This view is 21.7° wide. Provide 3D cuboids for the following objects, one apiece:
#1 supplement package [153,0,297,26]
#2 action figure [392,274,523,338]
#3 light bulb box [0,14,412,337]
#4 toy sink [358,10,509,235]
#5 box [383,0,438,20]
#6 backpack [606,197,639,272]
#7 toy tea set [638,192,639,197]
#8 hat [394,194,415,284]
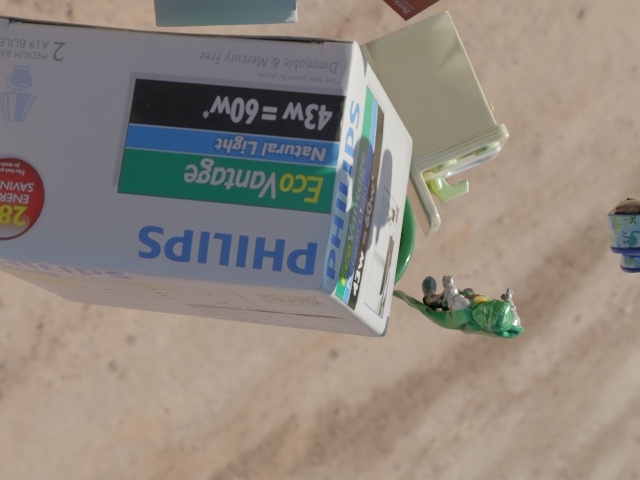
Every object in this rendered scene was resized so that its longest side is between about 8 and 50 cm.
[{"bbox_3d":[-0.091,-0.331,1.559,0.134,0.244,0.139,-2,139,-1],"label":"supplement package"},{"bbox_3d":[0.164,0.074,1.802,0.137,0.232,0.063,15,90,-12],"label":"action figure"},{"bbox_3d":[-0.118,-0.051,1.603,0.361,0.358,0.225,45,51,-75],"label":"light bulb box"},{"bbox_3d":[0.146,-0.141,2.040,0.131,0.234,0.153,-22,174,0],"label":"toy sink"},{"bbox_3d":[0.116,-0.339,1.790,0.130,0.091,0.170,37,133,-28],"label":"box"},{"bbox_3d":[0.379,-0.006,1.896,0.114,0.105,0.084,-14,100,-68],"label":"backpack"},{"bbox_3d":[0.449,-0.064,1.444,0.336,0.124,0.200,-23,173,-28],"label":"toy tea set"},{"bbox_3d":[0.000,0.000,1.925,0.183,0.173,0.208,130,-29,-63],"label":"hat"}]
